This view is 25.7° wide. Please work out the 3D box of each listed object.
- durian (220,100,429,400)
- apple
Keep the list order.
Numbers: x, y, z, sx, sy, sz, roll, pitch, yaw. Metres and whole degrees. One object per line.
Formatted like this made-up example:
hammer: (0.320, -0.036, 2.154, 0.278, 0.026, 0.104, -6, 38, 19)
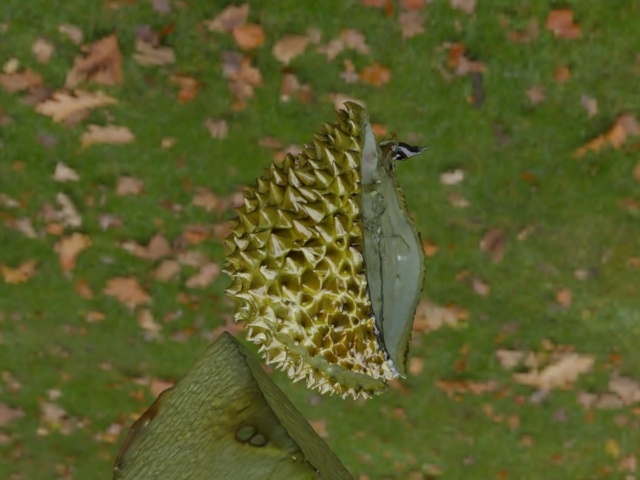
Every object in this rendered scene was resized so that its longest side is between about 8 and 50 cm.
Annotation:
durian: (0.000, 0.000, 1.055, 0.137, 0.237, 0.193, -7, 124, 22)
apple: (-0.064, 0.230, 1.307, 0.254, 0.346, 0.179, 6, 110, -24)
